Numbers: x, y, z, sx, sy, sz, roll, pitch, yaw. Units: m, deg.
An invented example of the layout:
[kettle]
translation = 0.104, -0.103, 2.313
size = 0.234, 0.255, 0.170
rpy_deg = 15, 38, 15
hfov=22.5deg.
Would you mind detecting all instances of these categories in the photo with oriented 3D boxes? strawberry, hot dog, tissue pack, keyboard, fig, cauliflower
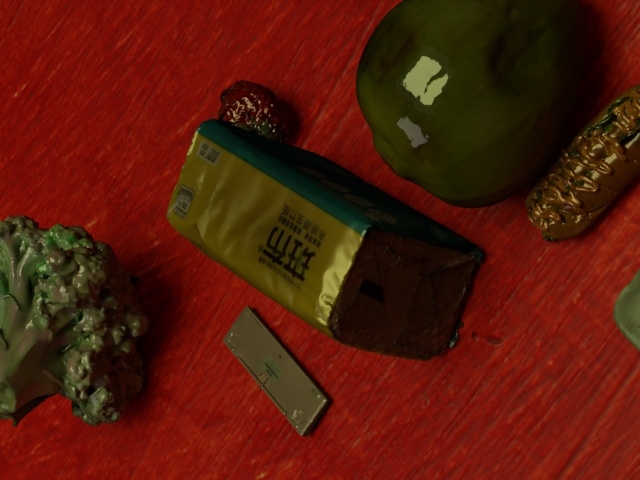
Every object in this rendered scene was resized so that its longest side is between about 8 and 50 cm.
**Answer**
[strawberry]
translation = -0.078, -0.136, 1.771
size = 0.083, 0.083, 0.096
rpy_deg = -50, 53, 25
[hot dog]
translation = 0.250, -0.071, 1.465
size = 0.188, 0.055, 0.072
rpy_deg = -50, 54, 24
[tissue pack]
translation = 0.000, 0.000, 1.596
size = 0.271, 0.192, 0.134
rpy_deg = 33, 104, 43
[keyboard]
translation = -0.048, 0.141, 1.736
size = 0.055, 0.017, 0.166
rpy_deg = -55, 50, 15
[fig]
translation = 0.139, -0.152, 1.483
size = 0.207, 0.207, 0.230
rpy_deg = 44, 112, 39
[cauliflower]
translation = -0.320, 0.118, 1.820
size = 0.239, 0.315, 0.256
rpy_deg = -2, 125, 37

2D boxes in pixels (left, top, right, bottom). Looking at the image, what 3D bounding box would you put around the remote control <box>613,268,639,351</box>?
[remote control]
translation = 0.357, 0.128, 1.339
size = 0.090, 0.038, 0.309
rpy_deg = -56, 51, 19
